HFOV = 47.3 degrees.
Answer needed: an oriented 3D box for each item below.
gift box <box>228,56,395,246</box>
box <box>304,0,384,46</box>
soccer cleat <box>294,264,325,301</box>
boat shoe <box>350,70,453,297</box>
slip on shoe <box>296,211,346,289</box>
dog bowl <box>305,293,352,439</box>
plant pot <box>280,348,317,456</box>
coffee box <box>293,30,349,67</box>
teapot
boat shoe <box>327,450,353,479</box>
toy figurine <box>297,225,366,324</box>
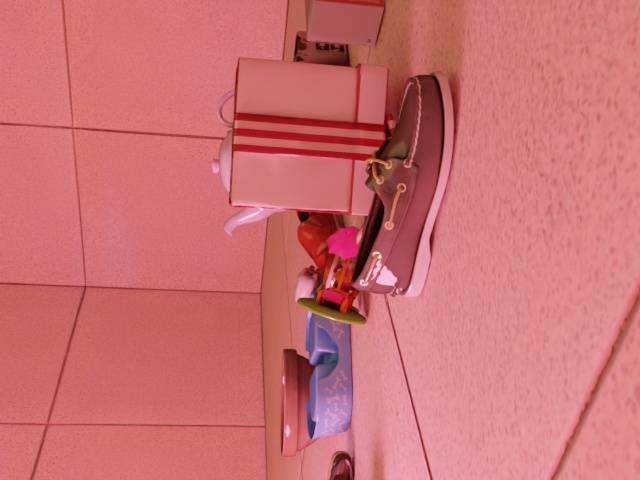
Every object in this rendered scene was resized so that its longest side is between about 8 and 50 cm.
[{"bbox_3d":[-0.015,-0.138,1.181,0.255,0.258,0.276,-133,45,-79],"label":"gift box"},{"bbox_3d":[0.041,-0.451,1.350,0.091,0.130,0.170,105,165,-52],"label":"box"},{"bbox_3d":[-0.021,0.100,1.640,0.076,0.068,0.196,-66,-12,4],"label":"soccer cleat"},{"bbox_3d":[0.100,-0.064,0.930,0.109,0.091,0.305,-103,18,-63],"label":"boat shoe"},{"bbox_3d":[0.000,0.000,1.593,0.331,0.101,0.123,-101,17,-54],"label":"slip on shoe"},{"bbox_3d":[0.016,0.253,1.490,0.166,0.074,0.297,108,162,-62],"label":"dog bowl"},{"bbox_3d":[-0.033,0.362,1.640,0.237,0.109,0.237,180,90,-85],"label":"plant pot"},{"bbox_3d":[-0.002,-0.314,1.638,0.168,0.118,0.297,100,169,-46],"label":"coffee box"},{"bbox_3d":[-0.156,-0.183,1.676,0.256,0.187,0.253,-94,2,-51],"label":"teapot"},{"bbox_3d":[0.032,0.471,1.356,0.049,0.056,0.152,123,149,-84],"label":"boat shoe"},{"bbox_3d":[0.048,0.053,1.317,0.173,0.130,0.159,0,-72,-74],"label":"toy figurine"}]
